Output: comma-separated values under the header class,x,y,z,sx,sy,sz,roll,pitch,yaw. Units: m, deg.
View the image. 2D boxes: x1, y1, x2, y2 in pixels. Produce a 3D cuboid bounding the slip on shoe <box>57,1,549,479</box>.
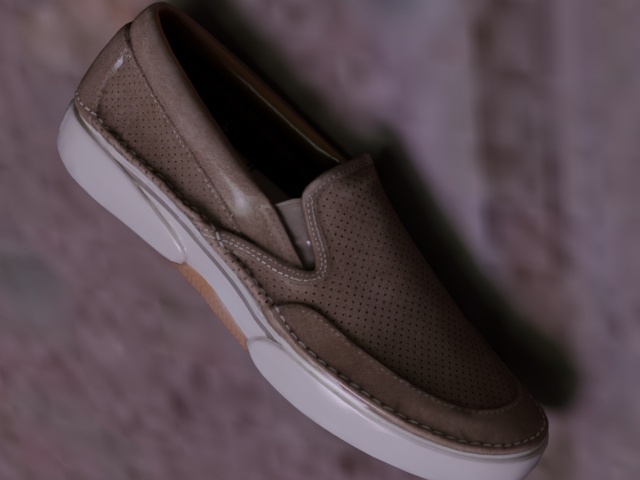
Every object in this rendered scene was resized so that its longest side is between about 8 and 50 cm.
class,x,y,z,sx,sy,sz,roll,pitch,yaw
slip on shoe,0.000,0.000,0.379,0.135,0.051,0.041,43,121,16
